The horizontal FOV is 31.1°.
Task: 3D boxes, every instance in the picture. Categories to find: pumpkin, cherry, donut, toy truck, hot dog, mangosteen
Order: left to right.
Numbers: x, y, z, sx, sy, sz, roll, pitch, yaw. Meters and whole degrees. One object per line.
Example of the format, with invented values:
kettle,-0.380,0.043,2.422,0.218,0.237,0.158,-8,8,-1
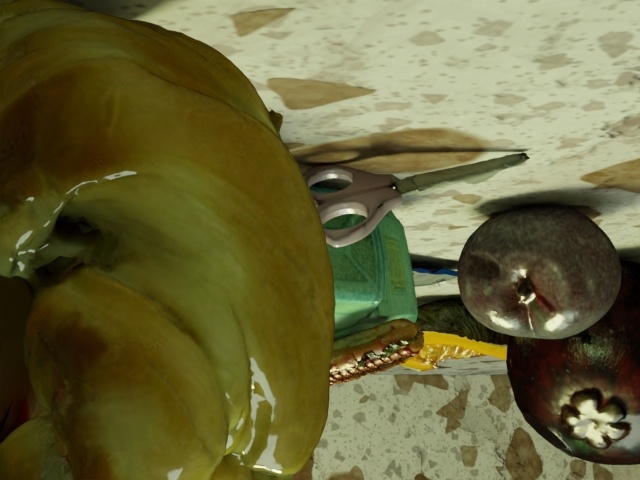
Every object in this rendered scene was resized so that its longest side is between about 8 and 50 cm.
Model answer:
donut,-0.163,0.040,0.635,0.360,0.361,0.170,-11,172,39
toy truck,-0.027,0.027,1.103,0.278,0.155,0.156,7,158,-38
hot dog,0.031,0.113,1.097,0.144,0.038,0.062,-20,156,13
pumpkin,0.219,0.133,1.877,0.278,0.111,0.163,-10,153,35
cherry,0.236,0.030,1.216,0.176,0.140,0.176,-9,-168,2
mangosteen,0.403,0.163,1.583,0.311,0.311,0.311,-2,169,0

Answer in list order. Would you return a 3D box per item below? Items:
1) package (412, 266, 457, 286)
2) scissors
package,0.103,0.051,1.571,0.173,0.027,0.171,-8,168,44
scissors,0.078,-0.046,0.986,0.212,0.110,0.021,-12,129,-8
